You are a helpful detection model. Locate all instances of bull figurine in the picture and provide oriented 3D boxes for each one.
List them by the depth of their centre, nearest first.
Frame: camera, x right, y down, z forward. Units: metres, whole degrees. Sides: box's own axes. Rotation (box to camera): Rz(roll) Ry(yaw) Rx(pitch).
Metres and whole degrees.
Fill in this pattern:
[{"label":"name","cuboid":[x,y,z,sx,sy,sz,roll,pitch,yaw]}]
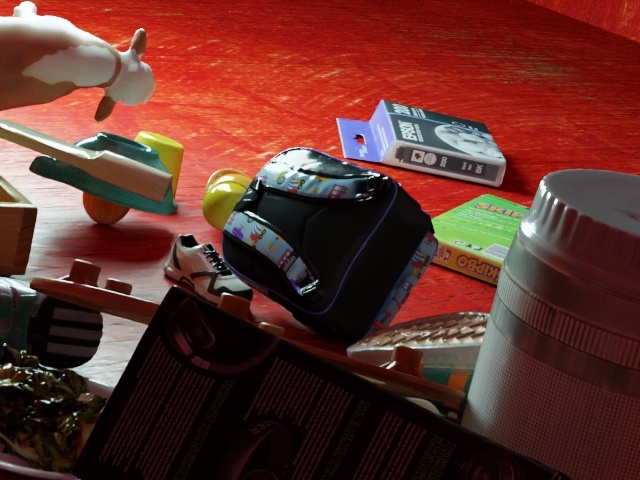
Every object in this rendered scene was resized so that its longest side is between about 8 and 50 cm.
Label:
[{"label":"bull figurine","cuboid":[-0.323,-0.181,1.929,0.310,0.101,0.188,-5,18,-31]}]

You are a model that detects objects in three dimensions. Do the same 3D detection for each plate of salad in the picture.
[{"label":"plate of salad","cuboid":[-0.203,0.124,1.402,0.199,0.048,0.200,12,17,-4]}]

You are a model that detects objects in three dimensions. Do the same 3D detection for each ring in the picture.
[{"label":"ring","cuboid":[-0.052,0.067,1.423,0.336,0.032,0.336,16,-5,1]}]

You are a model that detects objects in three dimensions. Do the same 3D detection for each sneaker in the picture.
[{"label":"sneaker","cuboid":[-0.292,0.059,1.526,0.223,0.083,0.098,15,0,-29]},{"label":"sneaker","cuboid":[0.159,0.130,1.592,0.302,0.121,0.108,-1,15,33]},{"label":"sneaker","cuboid":[-0.106,0.028,1.799,0.109,0.044,0.040,27,19,34]}]

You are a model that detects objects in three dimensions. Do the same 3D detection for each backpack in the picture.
[{"label":"backpack","cuboid":[0.000,0.000,1.775,0.173,0.158,0.117,24,-10,42]}]

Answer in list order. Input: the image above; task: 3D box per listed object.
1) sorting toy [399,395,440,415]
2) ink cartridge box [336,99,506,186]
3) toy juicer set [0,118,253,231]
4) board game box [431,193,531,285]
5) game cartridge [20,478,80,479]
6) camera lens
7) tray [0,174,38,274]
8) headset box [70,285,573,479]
[{"label":"sorting toy","cuboid":[-0.003,0.164,1.433,0.193,0.038,0.208,9,19,0]},{"label":"ink cartridge box","cuboid":[0.130,-0.134,2.513,0.208,0.045,0.206,10,17,-7]},{"label":"toy juicer set","cuboid":[-0.178,-0.045,1.907,0.209,0.090,0.329,24,8,22]},{"label":"board game box","cuboid":[0.201,-0.004,2.156,0.124,0.039,0.259,20,21,20]},{"label":"game cartridge","cuboid":[-0.181,0.226,1.071,0.230,0.068,0.355,28,22,30]},{"label":"camera lens","cuboid":[0.222,0.108,1.383,0.219,0.274,0.219,12,16,-4]},{"label":"tray","cuboid":[-0.448,-0.073,1.815,0.202,0.076,0.411,2,19,-33]},{"label":"headset box","cuboid":[0.040,0.166,1.137,0.283,0.131,0.246,24,-7,27]}]
